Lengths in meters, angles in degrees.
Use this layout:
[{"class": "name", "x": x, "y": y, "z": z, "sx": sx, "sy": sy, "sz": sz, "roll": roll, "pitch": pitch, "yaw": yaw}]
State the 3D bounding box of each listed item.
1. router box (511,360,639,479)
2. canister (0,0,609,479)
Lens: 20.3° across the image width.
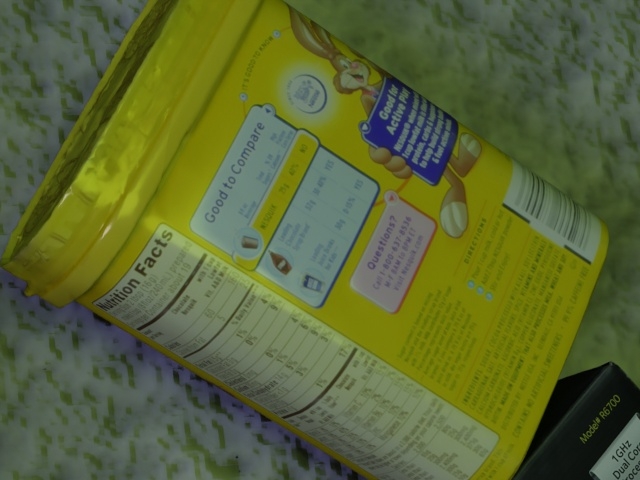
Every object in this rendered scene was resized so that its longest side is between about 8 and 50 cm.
[{"class": "router box", "x": 0.080, "y": 0.150, "z": 0.594, "sx": 0.133, "sy": 0.046, "sz": 0.179, "roll": 47, "pitch": 63, "yaw": -6}, {"class": "canister", "x": 0.000, "y": 0.000, "z": 0.585, "sx": 0.170, "sy": 0.073, "sz": 0.126, "roll": 33, "pitch": 65, "yaw": -15}]
